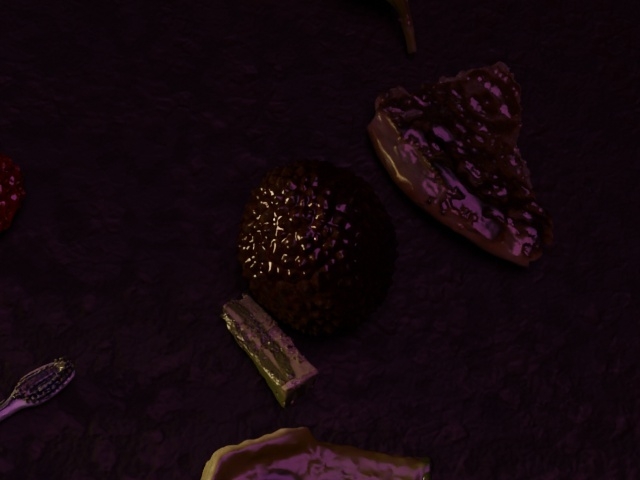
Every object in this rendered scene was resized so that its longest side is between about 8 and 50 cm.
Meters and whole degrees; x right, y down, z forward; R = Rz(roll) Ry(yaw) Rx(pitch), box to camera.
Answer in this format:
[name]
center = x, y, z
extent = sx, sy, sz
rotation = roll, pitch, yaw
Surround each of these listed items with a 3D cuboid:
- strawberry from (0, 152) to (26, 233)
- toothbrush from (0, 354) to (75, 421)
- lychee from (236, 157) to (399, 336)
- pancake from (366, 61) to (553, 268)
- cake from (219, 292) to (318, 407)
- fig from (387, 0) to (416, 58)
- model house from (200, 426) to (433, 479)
[strawberry]
center = -0.404, -0.036, 1.437
extent = 0.121, 0.082, 0.188
rotation = 39, 69, 11
[toothbrush]
center = -0.425, 0.236, 1.340
extent = 0.413, 0.042, 0.035
rotation = -34, 76, -19
[lychee]
center = 0.000, 0.000, 1.438
extent = 0.188, 0.188, 0.188
rotation = 4, 67, -8
[pancake]
center = 0.189, -0.111, 1.597
extent = 0.266, 0.057, 0.244
rotation = 35, 57, 1
[cake]
center = -0.057, 0.120, 1.460
extent = 0.051, 0.055, 0.140
rotation = -31, 58, -19
[fig]
center = 0.068, -0.345, 1.634
extent = 0.159, 0.159, 0.257
rotation = -23, 93, -18
[model house]
center = -0.028, 0.285, 1.303
extent = 0.234, 0.193, 0.174
rotation = 11, 68, -5
